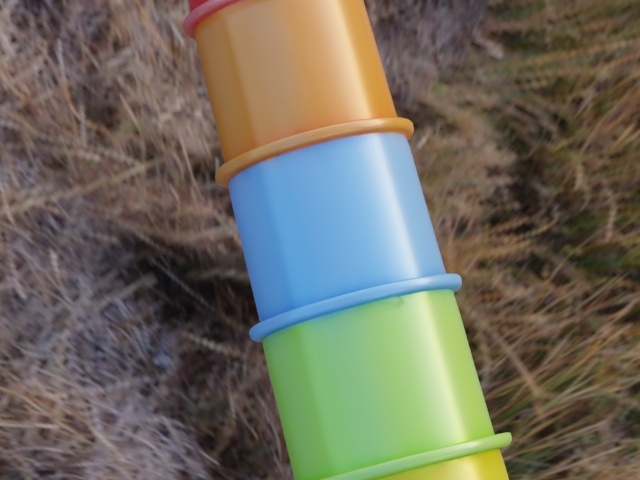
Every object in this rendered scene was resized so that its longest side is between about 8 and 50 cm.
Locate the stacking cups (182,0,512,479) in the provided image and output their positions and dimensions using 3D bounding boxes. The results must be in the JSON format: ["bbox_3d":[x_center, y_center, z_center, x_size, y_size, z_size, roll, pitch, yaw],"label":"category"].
[{"bbox_3d":[0.000,0.000,0.703,0.096,0.096,0.316,-16,81,-3],"label":"stacking cups"}]
